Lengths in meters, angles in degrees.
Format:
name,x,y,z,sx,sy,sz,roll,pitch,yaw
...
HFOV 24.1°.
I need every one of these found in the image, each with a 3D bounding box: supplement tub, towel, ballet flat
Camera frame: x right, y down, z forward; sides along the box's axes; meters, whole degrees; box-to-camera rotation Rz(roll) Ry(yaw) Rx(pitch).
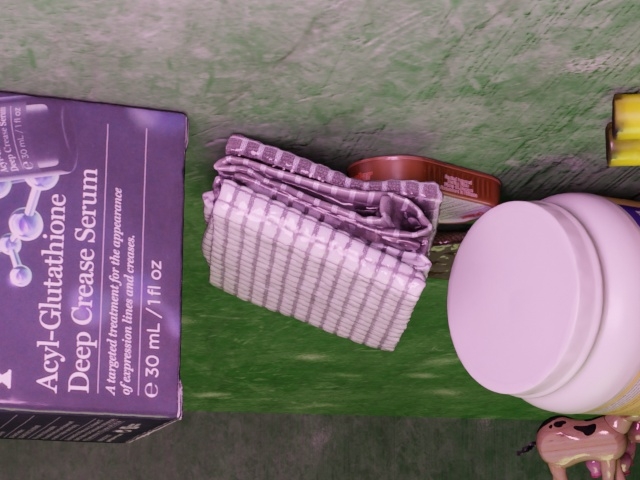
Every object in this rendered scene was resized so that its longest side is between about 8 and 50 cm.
name,x,y,z,sx,sy,sz,roll,pitch,yaw
supplement tub,0.330,0.073,1.650,0.331,0.241,0.241,6,165,-35
towel,0.000,0.000,1.549,0.235,0.121,0.283,22,162,4
ballet flat,0.105,0.013,1.842,0.250,0.058,0.084,-8,143,9

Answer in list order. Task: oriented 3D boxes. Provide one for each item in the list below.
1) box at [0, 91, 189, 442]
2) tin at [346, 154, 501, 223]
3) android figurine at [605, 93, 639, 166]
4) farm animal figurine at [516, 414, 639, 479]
name,x,y,z,sx,sy,sz,roll,pitch,yaw
box,-0.339,0.026,1.392,0.396,0.293,0.212,5,165,-19
tin,0.111,-0.052,1.605,0.190,0.040,0.106,11,166,-38
android figurine,0.402,-0.100,1.375,0.273,0.056,0.248,1,166,5
farm animal figurine,0.457,0.217,1.863,0.330,0.172,0.327,-18,-167,-31
